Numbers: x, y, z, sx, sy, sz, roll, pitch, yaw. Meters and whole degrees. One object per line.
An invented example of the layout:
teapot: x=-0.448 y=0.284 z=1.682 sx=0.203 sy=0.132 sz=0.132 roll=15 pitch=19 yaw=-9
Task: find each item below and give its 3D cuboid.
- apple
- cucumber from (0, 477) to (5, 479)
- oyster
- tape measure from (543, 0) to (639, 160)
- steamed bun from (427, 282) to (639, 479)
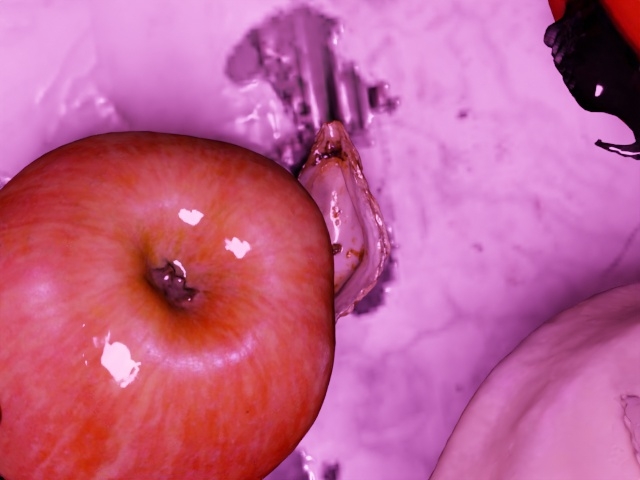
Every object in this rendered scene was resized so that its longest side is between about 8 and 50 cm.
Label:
apple: x=-0.064 y=0.028 z=0.567 sx=0.146 sy=0.131 sz=0.146 roll=8 pitch=62 yaw=-16
cucumber: x=-0.174 y=0.152 z=0.594 sx=0.284 sy=0.056 sz=0.056 roll=-34 pitch=100 yaw=-16
oyster: x=0.003 y=0.001 z=0.644 sx=0.051 sy=0.034 sz=0.093 roll=29 pitch=97 yaw=2
tape measure: x=0.210 y=-0.123 z=0.617 sx=0.260 sy=0.114 sz=0.253 roll=25 pitch=78 yaw=2
steamed bun: x=0.154 y=0.153 z=0.593 sx=0.346 sy=0.237 sz=0.394 roll=-5 pitch=117 yaw=-40
